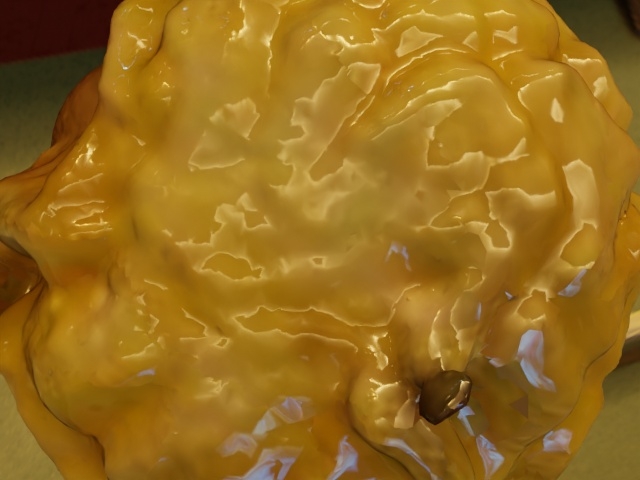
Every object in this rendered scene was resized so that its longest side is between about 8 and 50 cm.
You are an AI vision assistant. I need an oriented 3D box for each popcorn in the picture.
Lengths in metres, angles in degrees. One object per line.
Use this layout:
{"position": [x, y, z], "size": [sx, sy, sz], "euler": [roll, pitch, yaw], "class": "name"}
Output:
{"position": [0.000, 0.000, 0.590], "size": [0.349, 0.349, 0.382], "euler": [37, 16, -4], "class": "popcorn"}
